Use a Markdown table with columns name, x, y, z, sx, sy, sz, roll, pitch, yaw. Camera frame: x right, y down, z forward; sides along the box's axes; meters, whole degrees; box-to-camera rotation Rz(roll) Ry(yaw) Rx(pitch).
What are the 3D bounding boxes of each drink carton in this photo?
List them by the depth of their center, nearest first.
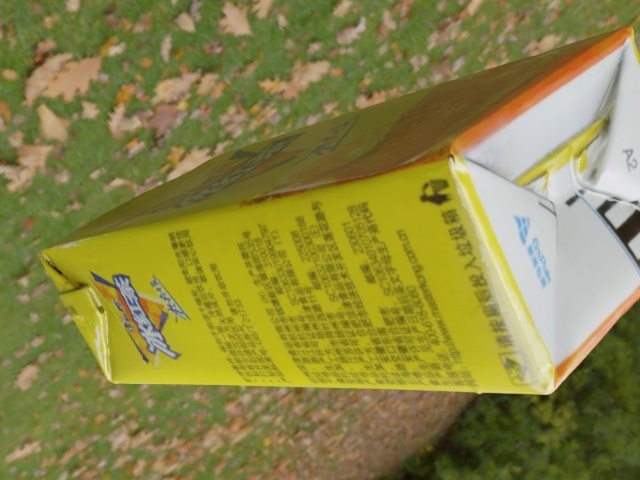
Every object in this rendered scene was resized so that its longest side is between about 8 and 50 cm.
| name | x | y | z | sx | sy | sz | roll | pitch | yaw |
| --- | --- | --- | --- | --- | --- | --- | --- | --- | --- |
| drink carton | 0.000 | 0.000 | 0.523 | 0.154 | 0.111 | 0.351 | -34 | -164 | -38 |
